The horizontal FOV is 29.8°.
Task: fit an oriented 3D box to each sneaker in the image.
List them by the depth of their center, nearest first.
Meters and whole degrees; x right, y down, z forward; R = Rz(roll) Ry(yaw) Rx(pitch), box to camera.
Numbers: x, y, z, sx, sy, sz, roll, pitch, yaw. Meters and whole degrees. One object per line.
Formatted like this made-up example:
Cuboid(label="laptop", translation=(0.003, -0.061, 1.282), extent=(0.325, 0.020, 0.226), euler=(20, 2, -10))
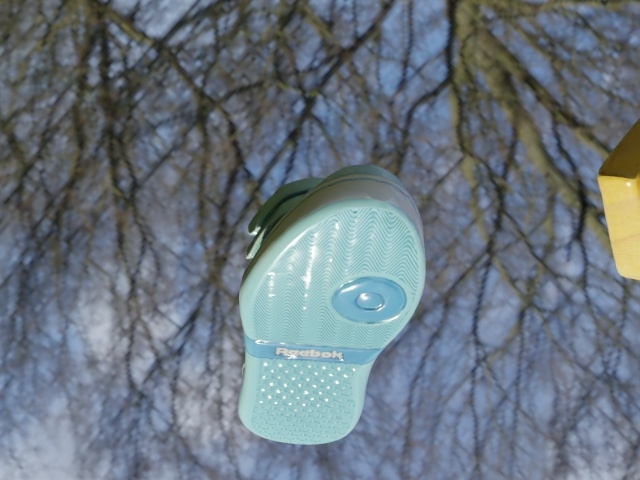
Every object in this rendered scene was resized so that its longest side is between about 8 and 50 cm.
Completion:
Cuboid(label="sneaker", translation=(0.000, 0.000, 0.930), extent=(0.319, 0.127, 0.208), euler=(111, -14, -52))

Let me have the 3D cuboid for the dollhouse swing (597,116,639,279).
Cuboid(label="dollhouse swing", translation=(0.412, 0.048, 0.874), extent=(0.347, 0.305, 0.315), euler=(12, -146, 30))
